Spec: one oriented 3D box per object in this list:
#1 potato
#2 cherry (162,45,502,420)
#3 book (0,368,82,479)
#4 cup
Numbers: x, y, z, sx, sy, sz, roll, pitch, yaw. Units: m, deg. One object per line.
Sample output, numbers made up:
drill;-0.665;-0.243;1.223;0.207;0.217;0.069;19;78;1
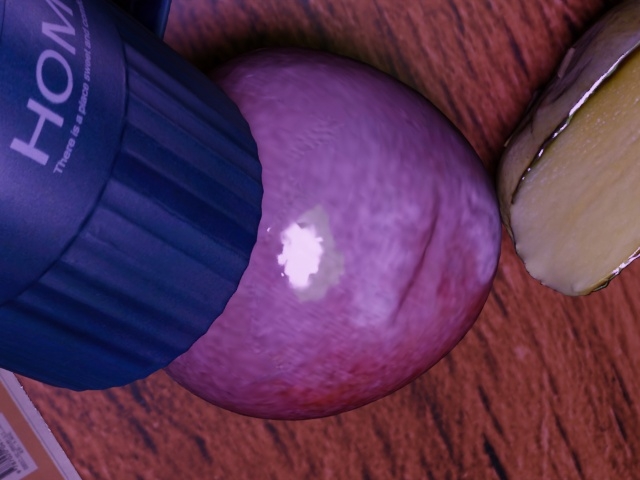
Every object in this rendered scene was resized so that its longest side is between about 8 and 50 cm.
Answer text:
potato;0.223;-0.100;1.429;0.160;0.111;0.272;30;108;-38
cherry;0.000;0.000;1.338;0.307;0.221;0.261;4;105;-37
book;-0.305;0.197;1.408;0.241;0.018;0.170;-31;113;-7
cup;-0.205;-0.078;1.144;0.242;0.308;0.292;-29;147;19
